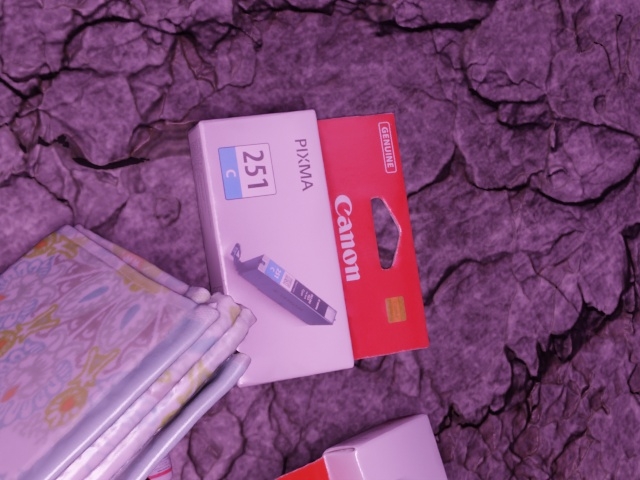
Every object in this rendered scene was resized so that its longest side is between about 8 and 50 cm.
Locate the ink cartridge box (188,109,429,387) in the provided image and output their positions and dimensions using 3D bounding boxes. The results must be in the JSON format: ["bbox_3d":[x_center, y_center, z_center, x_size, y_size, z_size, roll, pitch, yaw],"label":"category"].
[{"bbox_3d":[0.000,0.000,1.241,0.261,0.066,0.296,-8,88,-20],"label":"ink cartridge box"}]

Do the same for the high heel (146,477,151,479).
[{"bbox_3d":[-0.138,0.347,1.102,0.377,0.127,0.181,31,88,-36],"label":"high heel"}]

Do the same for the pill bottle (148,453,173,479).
[{"bbox_3d":[-0.211,0.181,1.129,0.087,0.087,0.160,-12,88,-22],"label":"pill bottle"}]

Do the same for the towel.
[{"bbox_3d":[-0.270,0.154,0.996,0.374,0.321,0.090,-45,127,-20],"label":"towel"}]

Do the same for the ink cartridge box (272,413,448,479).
[{"bbox_3d":[0.060,0.345,1.127,0.239,0.060,0.275,-15,87,-48],"label":"ink cartridge box"}]
